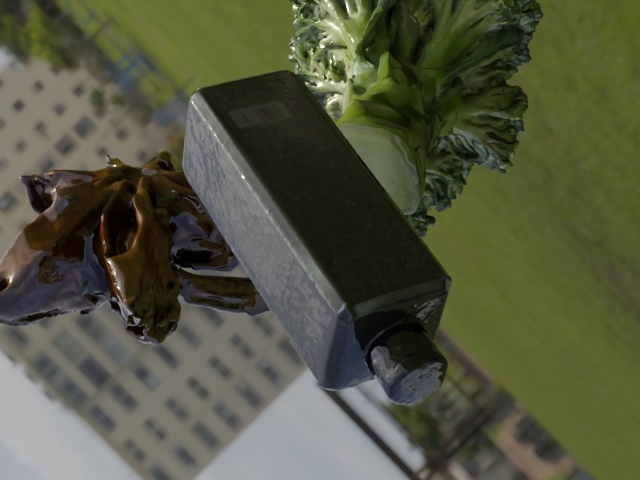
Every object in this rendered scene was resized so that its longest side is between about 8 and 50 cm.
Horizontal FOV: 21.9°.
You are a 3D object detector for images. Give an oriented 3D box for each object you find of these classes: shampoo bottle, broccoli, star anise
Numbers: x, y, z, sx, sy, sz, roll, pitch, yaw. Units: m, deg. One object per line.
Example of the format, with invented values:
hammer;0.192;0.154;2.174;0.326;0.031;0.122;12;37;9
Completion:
shampoo bottle;0.000;0.000;1.019;0.246;0.080;0.079;55;150;35
broccoli;0.058;-0.126;1.337;0.221;0.252;0.361;10;-177;7
star anise;-0.123;0.014;1.416;0.346;0.148;0.237;3;-150;-27
